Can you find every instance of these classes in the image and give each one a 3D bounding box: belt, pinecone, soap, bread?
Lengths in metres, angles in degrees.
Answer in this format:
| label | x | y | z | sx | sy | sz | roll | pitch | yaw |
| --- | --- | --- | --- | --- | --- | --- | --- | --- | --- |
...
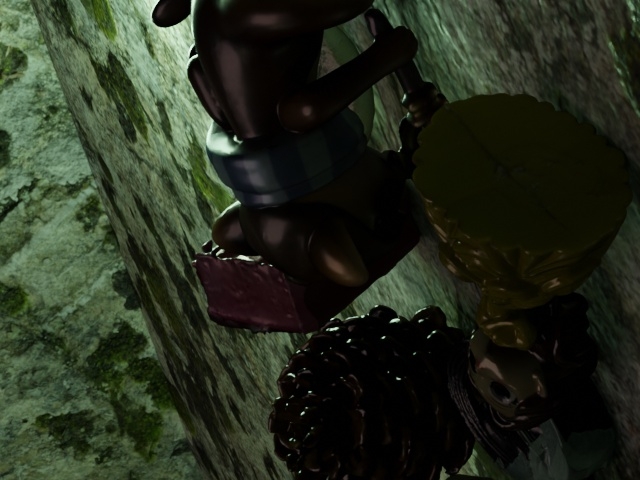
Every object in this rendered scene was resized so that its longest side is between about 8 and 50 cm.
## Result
| label | x | y | z | sx | sy | sz | roll | pitch | yaw |
| --- | --- | --- | --- | --- | --- | --- | --- | --- | --- |
| belt | 0.207 | 0.168 | 1.598 | 0.198 | 0.078 | 0.151 | 41 | 145 | 43 |
| pinecone | 0.060 | 0.189 | 1.802 | 0.224 | 0.272 | 0.224 | 15 | 111 | 44 |
| soap | 0.000 | 0.000 | 1.761 | 0.162 | 0.250 | 0.099 | 2 | 120 | 42 |
| bread | 0.007 | -0.139 | 1.762 | 0.112 | 0.036 | 0.193 | 39 | 134 | 20 |

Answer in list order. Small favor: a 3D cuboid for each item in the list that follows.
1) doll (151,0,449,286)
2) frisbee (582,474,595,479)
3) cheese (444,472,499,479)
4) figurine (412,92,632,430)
| label | x | y | z | sx | sy | sz | roll | pitch | yaw |
| --- | --- | --- | --- | --- | --- | --- | --- | --- | --- |
| doll | -0.006 | -0.128 | 1.560 | 0.317 | 0.209 | 0.340 | -2 | 110 | 40 |
| frisbee | 0.295 | 0.280 | 1.646 | 0.187 | 0.012 | 0.211 | 50 | 159 | 38 |
| cheese | 0.216 | 0.370 | 1.687 | 0.318 | 0.115 | 0.326 | 50 | 159 | -22 |
| figurine | 0.170 | 0.051 | 1.390 | 0.187 | 0.168 | 0.315 | 23 | 143 | 25 |
